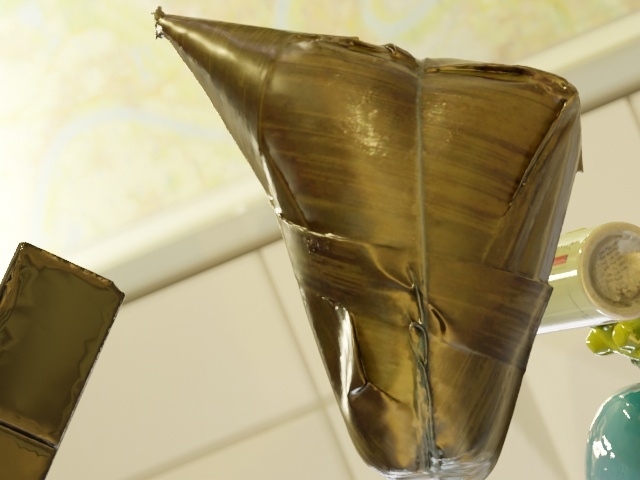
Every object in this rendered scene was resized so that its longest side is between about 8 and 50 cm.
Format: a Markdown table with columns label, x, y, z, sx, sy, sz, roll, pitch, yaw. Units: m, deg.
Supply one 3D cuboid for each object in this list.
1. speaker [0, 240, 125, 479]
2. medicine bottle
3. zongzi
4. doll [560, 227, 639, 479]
| label | x | y | z | sx | sy | sz | roll | pitch | yaw |
| --- | --- | --- | --- | --- | --- | --- | --- | --- | --- |
| speaker | -0.138 | 0.112 | 0.733 | 0.218 | 0.044 | 0.082 | -68 | 11 | -15 |
| medicine bottle | 0.136 | 0.031 | 1.243 | 0.059 | 0.059 | 0.231 | 67 | 159 | -1 |
| zongzi | 0.000 | 0.000 | 1.011 | 0.112 | 0.242 | 0.221 | 76 | -152 | -74 |
| doll | 0.261 | 0.156 | 1.325 | 0.341 | 0.099 | 0.346 | 0 | 105 | 68 |
